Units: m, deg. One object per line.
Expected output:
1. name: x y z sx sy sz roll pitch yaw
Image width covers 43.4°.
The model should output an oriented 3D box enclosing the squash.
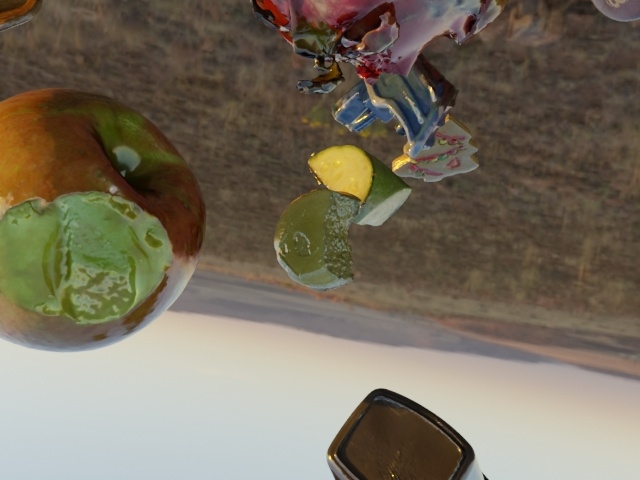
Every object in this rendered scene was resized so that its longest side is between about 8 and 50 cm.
1. squash: 0.119 -0.070 1.505 0.289 0.111 0.203 38 -168 -47

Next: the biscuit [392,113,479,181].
1. biscuit: 0.280 -0.208 1.880 0.212 0.041 0.238 -2 151 -4

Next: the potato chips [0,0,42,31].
1. potato chips: -0.443 -0.304 0.991 0.202 0.150 0.049 1 151 -8

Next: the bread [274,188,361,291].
1. bread: -0.009 -0.003 1.213 0.125 0.156 0.086 0 171 30

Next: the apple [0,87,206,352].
1. apple: -0.322 -0.019 1.029 0.340 0.339 0.339 11 175 1

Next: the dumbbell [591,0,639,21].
1. dumbbell: 0.460 -0.398 1.062 0.140 0.225 0.124 57 168 -9

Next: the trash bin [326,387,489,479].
1. trash bin: 0.128 0.344 1.137 0.209 0.182 0.290 32 160 28

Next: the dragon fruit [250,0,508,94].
1. dragon fruit: 0.044 -0.278 0.581 0.269 0.250 0.291 -26 159 -29

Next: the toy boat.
1. toy boat: 0.084 -0.190 1.043 0.129 0.142 0.309 35 -161 -30
